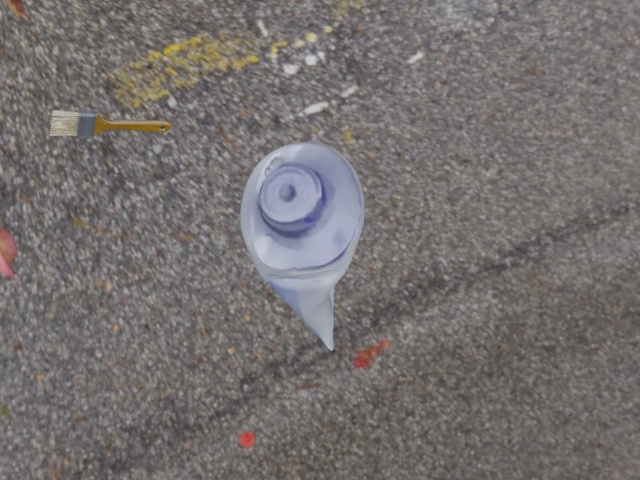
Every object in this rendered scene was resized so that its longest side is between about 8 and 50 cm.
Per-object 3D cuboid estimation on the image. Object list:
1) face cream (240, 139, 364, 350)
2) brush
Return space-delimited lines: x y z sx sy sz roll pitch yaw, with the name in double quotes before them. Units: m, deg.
"face cream" 0.000 0.000 1.058 0.137 0.420 0.235 0 76 8
"brush" -0.294 -0.162 1.170 0.170 0.014 0.043 -2 139 -24
